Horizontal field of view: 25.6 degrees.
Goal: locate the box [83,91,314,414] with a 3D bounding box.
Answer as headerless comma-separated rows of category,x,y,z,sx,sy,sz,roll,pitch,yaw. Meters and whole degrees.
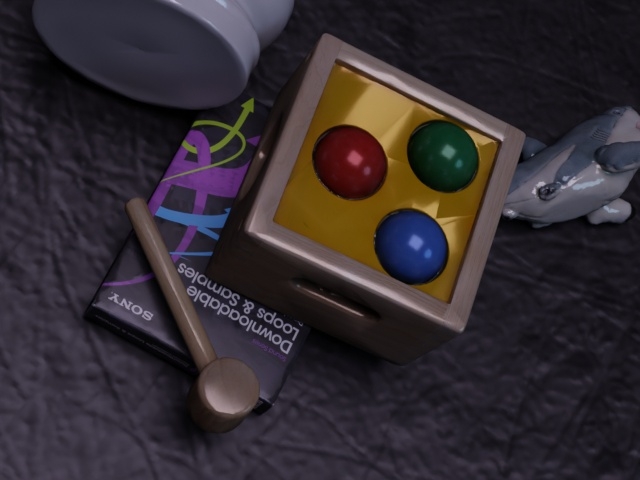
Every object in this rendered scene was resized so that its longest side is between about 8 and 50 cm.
box,-0.046,0.002,0.800,0.116,0.029,0.162,29,66,-7

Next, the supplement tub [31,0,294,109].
supplement tub,-0.072,-0.190,0.793,0.144,0.144,0.200,21,67,-11

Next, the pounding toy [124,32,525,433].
pounding toy,-0.010,0.001,0.744,0.181,0.094,0.206,25,65,-11

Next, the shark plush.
shark plush,0.135,-0.039,0.879,0.161,0.073,0.067,-20,58,-3
